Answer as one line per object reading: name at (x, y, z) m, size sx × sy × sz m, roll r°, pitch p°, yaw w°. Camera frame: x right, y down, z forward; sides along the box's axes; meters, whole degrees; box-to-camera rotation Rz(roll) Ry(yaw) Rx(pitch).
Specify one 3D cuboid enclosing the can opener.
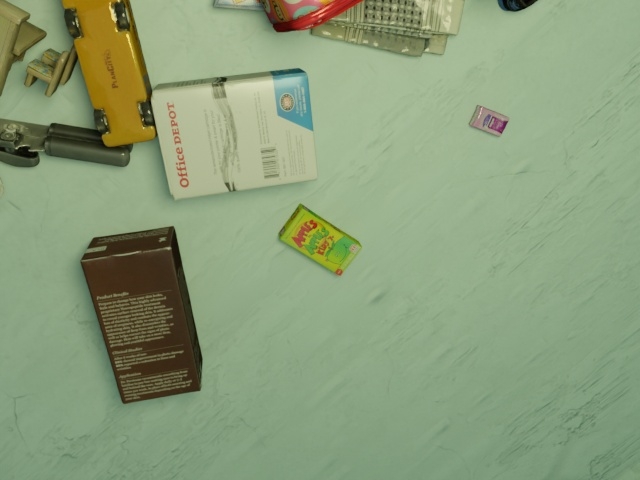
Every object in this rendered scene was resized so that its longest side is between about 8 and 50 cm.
can opener at (-0.541, -0.192, 1.187) m, size 0.283 × 0.076 × 0.095 m, roll 8°, pitch 143°, yaw -14°

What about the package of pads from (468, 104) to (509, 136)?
package of pads at (0.392, -0.278, 1.328) m, size 0.083 × 0.032 × 0.050 m, roll 17°, pitch 111°, yaw -16°

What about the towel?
towel at (0.154, -0.552, 1.158) m, size 0.312 × 0.056 × 0.324 m, roll 4°, pitch 112°, yaw -12°

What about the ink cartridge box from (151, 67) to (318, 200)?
ink cartridge box at (-0.174, -0.227, 1.193) m, size 0.307 × 0.129 × 0.223 m, roll -9°, pitch 114°, yaw -7°

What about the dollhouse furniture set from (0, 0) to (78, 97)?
dollhouse furniture set at (-0.554, -0.371, 0.998) m, size 0.212 × 0.242 × 0.161 m, roll 26°, pitch 118°, yaw -18°

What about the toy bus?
toy bus at (-0.402, -0.358, 1.096) m, size 0.108 × 0.130 × 0.333 m, roll -12°, pitch 114°, yaw -6°

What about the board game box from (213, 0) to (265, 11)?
board game box at (-0.126, -0.527, 1.115) m, size 0.194 × 0.060 × 0.194 m, roll -13°, pitch 114°, yaw -6°

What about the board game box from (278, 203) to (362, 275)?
board game box at (0.000, 0.000, 1.366) m, size 0.181 × 0.043 × 0.092 m, roll 32°, pitch 104°, yaw -21°

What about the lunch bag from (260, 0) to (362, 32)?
lunch bag at (0.042, -0.476, 0.999) m, size 0.293 × 0.258 × 0.120 m, roll -31°, pitch 113°, yaw -6°

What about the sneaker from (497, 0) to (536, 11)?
sneaker at (0.477, -0.574, 1.187) m, size 0.081 × 0.090 × 0.232 m, roll 36°, pitch 103°, yaw -21°

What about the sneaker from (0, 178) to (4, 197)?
sneaker at (-0.718, -0.162, 1.141) m, size 0.081 × 0.094 × 0.209 m, roll -24°, pitch 113°, yaw 2°

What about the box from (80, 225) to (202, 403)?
box at (-0.399, 0.174, 1.316) m, size 0.191 × 0.143 × 0.382 m, roll -8°, pitch 115°, yaw -7°
